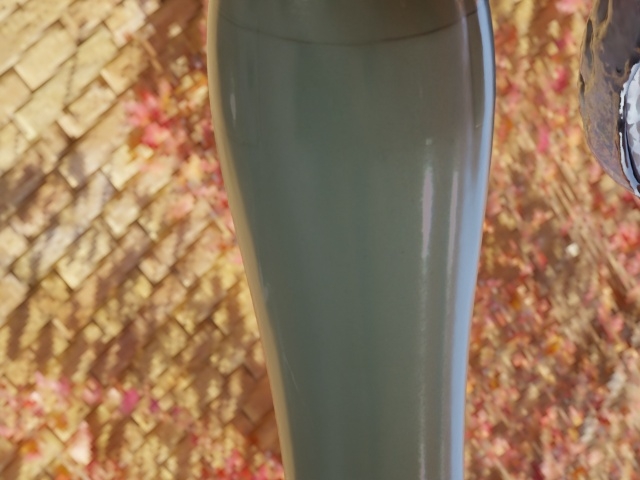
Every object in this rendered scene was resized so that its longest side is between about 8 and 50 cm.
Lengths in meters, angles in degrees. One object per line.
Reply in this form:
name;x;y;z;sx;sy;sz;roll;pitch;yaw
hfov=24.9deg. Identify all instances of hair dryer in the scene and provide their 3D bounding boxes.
hair dryer;0.000;0.000;0.470;0.075;0.206;0.237;-4;-169;-7

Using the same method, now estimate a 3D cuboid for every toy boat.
toy boat;0.196;-0.111;0.704;0.155;0.227;0.085;-13;-128;-13
